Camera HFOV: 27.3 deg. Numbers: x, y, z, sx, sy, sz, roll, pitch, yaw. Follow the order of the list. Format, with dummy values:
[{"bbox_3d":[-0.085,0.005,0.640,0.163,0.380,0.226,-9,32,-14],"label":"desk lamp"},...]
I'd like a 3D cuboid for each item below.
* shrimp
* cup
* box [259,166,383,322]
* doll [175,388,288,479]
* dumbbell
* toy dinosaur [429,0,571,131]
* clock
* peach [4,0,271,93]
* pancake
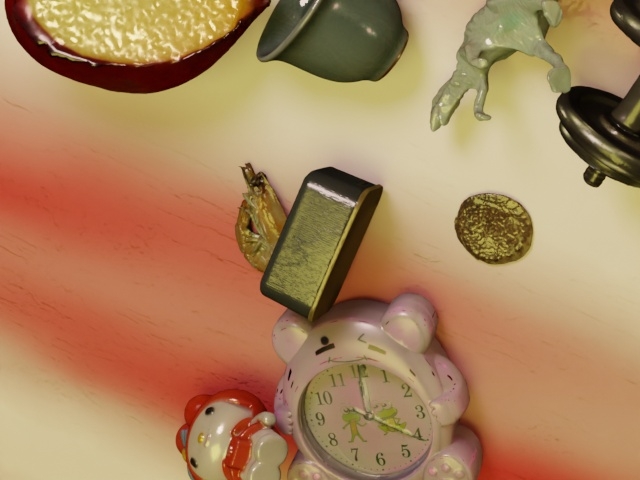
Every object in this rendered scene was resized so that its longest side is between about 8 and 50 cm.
[{"bbox_3d":[-0.087,-0.029,1.917,0.099,0.041,0.180,-3,114,35],"label":"shrimp"},{"bbox_3d":[0.033,-0.278,1.701,0.150,0.199,0.199,31,120,-18],"label":"cup"},{"bbox_3d":[0.000,0.000,1.819,0.090,0.144,0.201,25,103,11],"label":"box"},{"bbox_3d":[-0.140,0.303,1.984,0.130,0.290,0.161,14,89,-30],"label":"doll"},{"bbox_3d":[0.402,-0.185,1.598,0.192,0.192,0.290,30,118,3],"label":"dumbbell"},{"bbox_3d":[0.267,-0.280,1.623,0.092,0.205,0.393,27,102,-23],"label":"toy dinosaur"},{"bbox_3d":[0.074,0.241,1.936,0.296,0.113,0.322,-6,110,21],"label":"clock"},{"bbox_3d":[-0.242,-0.323,1.749,0.362,0.201,0.257,5,84,1],"label":"peach"},{"bbox_3d":[0.239,-0.016,1.826,0.115,0.011,0.114,7,114,15],"label":"pancake"}]
